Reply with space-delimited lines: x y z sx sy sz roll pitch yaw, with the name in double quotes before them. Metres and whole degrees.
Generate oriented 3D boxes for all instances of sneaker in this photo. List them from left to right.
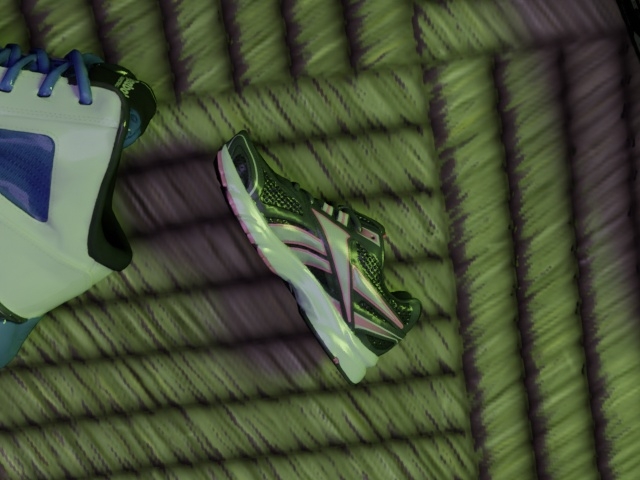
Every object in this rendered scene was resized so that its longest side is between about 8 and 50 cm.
"sneaker" -0.206 -0.090 0.698 0.182 0.127 0.315 -26 106 3
"sneaker" 0.000 0.000 0.737 0.077 0.072 0.178 -35 106 -4

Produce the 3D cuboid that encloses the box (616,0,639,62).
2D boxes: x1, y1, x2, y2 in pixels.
"box" 0.328 -0.130 0.689 0.257 0.079 0.322 -22 100 8
